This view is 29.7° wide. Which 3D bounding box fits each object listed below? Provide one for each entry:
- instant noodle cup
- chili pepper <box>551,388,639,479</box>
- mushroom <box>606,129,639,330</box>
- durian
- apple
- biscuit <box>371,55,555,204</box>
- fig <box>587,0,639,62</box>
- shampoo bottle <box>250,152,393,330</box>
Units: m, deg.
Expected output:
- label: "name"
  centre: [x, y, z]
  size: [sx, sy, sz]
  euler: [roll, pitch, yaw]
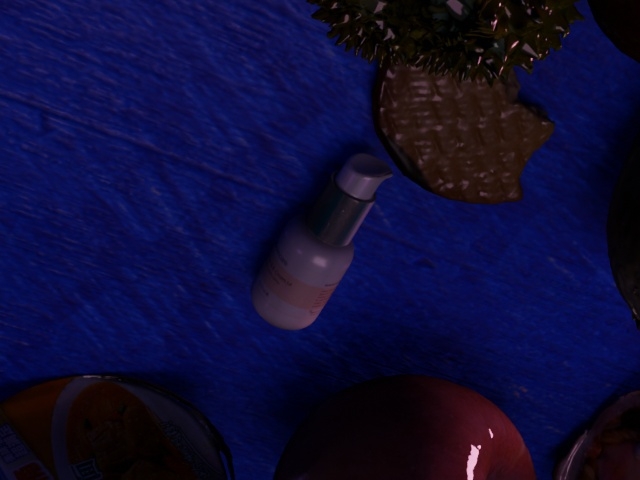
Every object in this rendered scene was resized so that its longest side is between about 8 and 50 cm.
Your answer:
- label: "instant noodle cup"
  centre: [-0.237, 0.312, 1.240]
  size: [0.296, 0.296, 0.214]
  euler: [-2, 138, -10]
- label: "chili pepper"
  centre: [0.460, 0.321, 1.414]
  size: [0.305, 0.229, 0.251]
  euler: [25, 104, -27]
- label: "mushroom"
  centre: [0.368, -0.058, 1.074]
  size: [0.130, 0.247, 0.344]
  euler: [22, 141, -14]
- label: "durian"
  centre: [0.093, -0.256, 0.876]
  size: [0.291, 0.224, 0.291]
  euler: [13, 121, 23]
- label: "apple"
  centre: [0.095, 0.287, 1.277]
  size: [0.235, 0.305, 0.306]
  euler: [-14, 135, 33]
- label: "biscuit"
  centre: [0.133, -0.129, 1.101]
  size: [0.176, 0.031, 0.228]
  euler: [-2, 127, -11]
- label: "fig"
  centre: [0.325, -0.194, 0.900]
  size: [0.217, 0.321, 0.217]
  euler: [-7, 125, -10]
- label: "shampoo bottle"
  centre: [0.000, 0.000, 1.149]
  size: [0.074, 0.074, 0.192]
  euler: [16, 125, -23]
